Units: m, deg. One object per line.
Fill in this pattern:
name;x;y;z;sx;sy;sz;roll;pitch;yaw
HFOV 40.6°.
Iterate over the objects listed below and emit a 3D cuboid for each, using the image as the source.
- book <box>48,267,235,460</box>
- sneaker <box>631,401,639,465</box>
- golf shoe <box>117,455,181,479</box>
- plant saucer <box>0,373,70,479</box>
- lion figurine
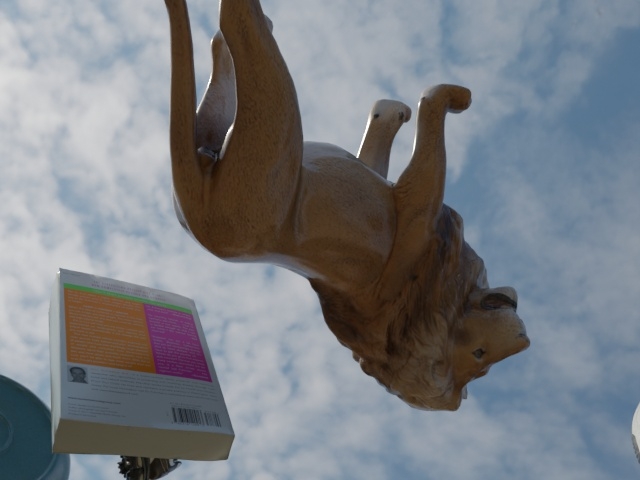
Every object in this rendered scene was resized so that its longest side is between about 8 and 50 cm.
book;-0.112;0.073;0.521;0.096;0.144;0.035;10;-66;-22
sneaker;0.415;0.131;0.886;0.124;0.295;0.178;21;-55;10
golf shoe;-0.231;0.246;1.190;0.094;0.077;0.198;-9;-58;-27
plant saucer;-0.528;0.301;1.328;0.318;0.317;0.043;34;-67;-3
lion figurine;0.001;-0.024;0.605;0.392;0.240;0.142;22;-14;-38
